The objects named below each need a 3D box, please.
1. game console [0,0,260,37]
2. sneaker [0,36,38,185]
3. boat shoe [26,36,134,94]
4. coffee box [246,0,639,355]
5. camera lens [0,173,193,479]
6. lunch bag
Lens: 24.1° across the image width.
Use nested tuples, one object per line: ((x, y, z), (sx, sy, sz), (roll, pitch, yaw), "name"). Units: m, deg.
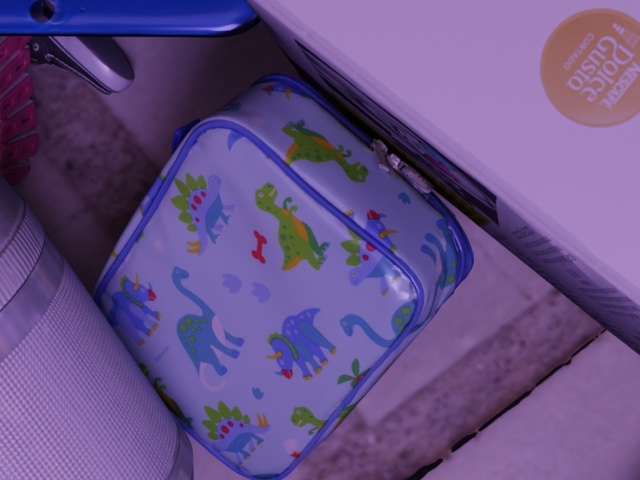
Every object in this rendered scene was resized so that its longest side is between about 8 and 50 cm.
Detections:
((-0.165, -0.216, 0.881), (0.293, 0.250, 0.173), (1, 103, 2), "game console")
((-0.220, -0.114, 0.925), (0.074, 0.063, 0.170), (14, 126, 16), "sneaker")
((-0.180, -0.137, 0.961), (0.142, 0.049, 0.040), (41, 108, 5), "boat shoe")
((0.202, -0.135, 0.796), (0.334, 0.338, 0.338), (39, 91, 4), "coffee box")
((-0.217, 0.093, 0.826), (0.219, 0.219, 0.274), (-31, 112, 0), "camera lens")
((-0.030, 0.022, 0.872), (0.176, 0.090, 0.219), (40, 130, 5), "lunch bag")
